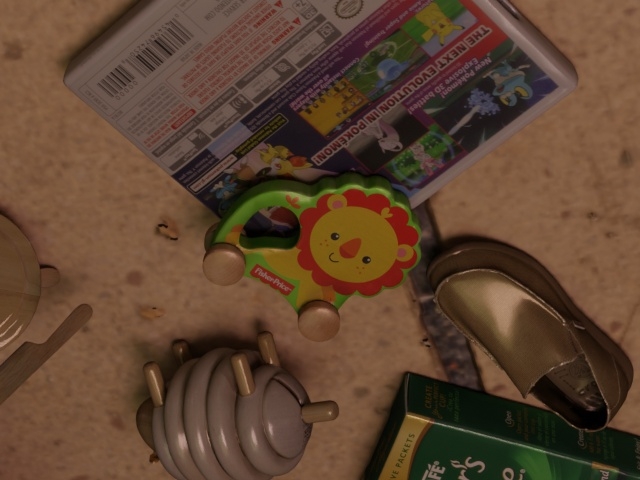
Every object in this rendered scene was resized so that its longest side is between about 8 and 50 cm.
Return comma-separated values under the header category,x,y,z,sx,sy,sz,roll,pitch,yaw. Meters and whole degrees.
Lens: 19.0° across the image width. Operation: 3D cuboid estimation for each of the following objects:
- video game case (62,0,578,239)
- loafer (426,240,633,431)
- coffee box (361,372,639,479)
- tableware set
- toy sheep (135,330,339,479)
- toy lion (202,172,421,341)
category,x,y,z,sx,sy,sz,roll,pitch,yaw
video game case,-0.001,-0.086,0.996,0.201,0.023,0.183,-37,115,26
loafer,0.120,0.055,1.070,0.148,0.050,0.056,35,122,-19
coffee box,0.120,0.153,1.148,0.184,0.040,0.113,17,126,-7
tableware set,-0.238,0.061,1.064,0.194,0.039,0.128,-45,95,-8
toy sheep,-0.050,0.101,1.100,0.132,0.091,0.091,-7,128,33
toy lion,0.000,0.000,1.026,0.100,0.034,0.096,31,116,-16
